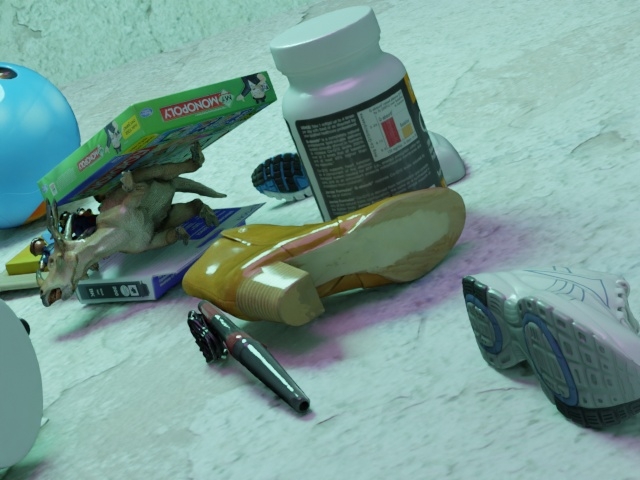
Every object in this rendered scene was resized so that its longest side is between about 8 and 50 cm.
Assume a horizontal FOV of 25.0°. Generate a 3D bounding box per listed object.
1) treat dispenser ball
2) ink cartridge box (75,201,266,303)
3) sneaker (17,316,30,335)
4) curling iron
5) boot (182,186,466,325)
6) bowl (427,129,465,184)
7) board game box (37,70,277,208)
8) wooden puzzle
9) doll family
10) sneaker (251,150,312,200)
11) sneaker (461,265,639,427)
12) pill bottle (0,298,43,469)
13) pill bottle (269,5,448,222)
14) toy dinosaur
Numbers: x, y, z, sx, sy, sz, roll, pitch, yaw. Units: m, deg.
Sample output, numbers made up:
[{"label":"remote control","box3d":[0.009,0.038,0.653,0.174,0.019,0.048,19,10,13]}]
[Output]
[{"label":"treat dispenser ball","box3d":[-0.554,-0.162,2.471,0.288,0.288,0.288,-19,18,6]},{"label":"ink cartridge box","box3d":[-0.199,0.017,1.963,0.208,0.045,0.206,-5,24,40]},{"label":"sneaker","box3d":[-0.418,0.122,1.841,0.097,0.084,0.235,-25,18,-15]},{"label":"curling iron","box3d":[-0.074,0.124,1.517,0.035,0.068,0.274,-26,24,-21]},{"label":"boot","box3d":[0.000,0.001,1.660,0.295,0.104,0.211,-28,26,-28]},{"label":"bowl","box3d":[0.119,-0.103,1.953,0.142,0.053,0.142,-19,19,2]},{"label":"board game box","box3d":[-0.227,-0.134,1.954,0.213,0.046,0.317,-21,-4,-36]},{"label":"wooden puzzle","box3d":[-0.372,0.010,2.172,0.239,0.044,0.221,-11,21,28]},{"label":"doll family","box3d":[-0.330,-0.015,2.047,0.111,0.076,0.193,21,32,25]},{"label":"sneaker","box3d":[-0.008,-0.107,2.096,0.191,0.071,0.083,-14,11,-5]},{"label":"sneaker","box3d":[0.228,0.070,1.264,0.129,0.111,0.297,-18,18,-12]},{"label":"pill bottle","box3d":[-0.511,0.185,1.534,0.392,0.224,0.224,-15,19,19]},{"label":"pill bottle","box3d":[0.047,-0.131,1.748,0.162,0.278,0.162,-18,19,7]},{"label":"toy dinosaur","box3d":[-0.258,-0.038,1.935,0.200,0.127,0.296,-15,14,36]}]
